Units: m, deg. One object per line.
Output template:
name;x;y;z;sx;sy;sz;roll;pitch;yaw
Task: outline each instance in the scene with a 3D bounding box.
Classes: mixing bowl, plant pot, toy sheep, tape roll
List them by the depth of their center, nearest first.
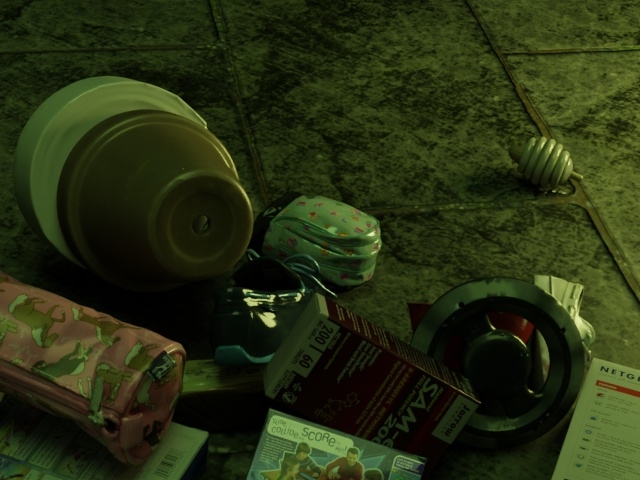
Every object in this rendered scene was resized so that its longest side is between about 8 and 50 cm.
plant pot;-0.201;-0.038;1.844;0.263;0.263;0.229;-15;18;-24
mixing bowl;0.204;0.137;1.845;0.181;0.098;0.181;4;-3;0
tape roll;-0.295;-0.096;1.969;0.286;0.286;0.100;-15;17;-24
toy sheep;0.377;-0.130;2.268;0.132;0.091;0.091;20;39;11

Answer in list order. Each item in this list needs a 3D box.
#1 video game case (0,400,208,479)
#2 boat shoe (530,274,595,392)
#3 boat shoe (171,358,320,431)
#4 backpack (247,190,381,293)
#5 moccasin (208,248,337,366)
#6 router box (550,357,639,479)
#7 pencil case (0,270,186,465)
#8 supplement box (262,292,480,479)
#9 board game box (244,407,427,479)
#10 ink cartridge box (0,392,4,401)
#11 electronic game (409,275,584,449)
video game case;-0.300;0.301;1.630;0.244;0.061;0.269;17;38;14
boat shoe;0.340;0.141;1.894;0.088;0.096;0.267;3;28;6
boat shoe;-0.061;0.184;1.777;0.285;0.104;0.089;-2;39;-7
backpack;0.000;0.000;2.025;0.182;0.115;0.152;24;38;20
moccasin;-0.058;0.074;1.826;0.137;0.117;0.342;-5;9;10
router box;0.463;0.309;1.681;0.335;0.082;0.301;16;38;15
pencil case;-0.355;0.130;1.645;0.386;0.167;0.160;23;68;13
supplement box;0.062;0.183;1.679;0.239;0.130;0.073;29;14;-14
board game box;0.012;0.296;1.619;0.201;0.035;0.136;18;66;4
ink cartridge box;-0.528;0.188;1.733;0.212;0.093;0.154;11;37;4
electronic game;0.227;0.159;1.752;0.229;0.229;0.048;3;9;-2
